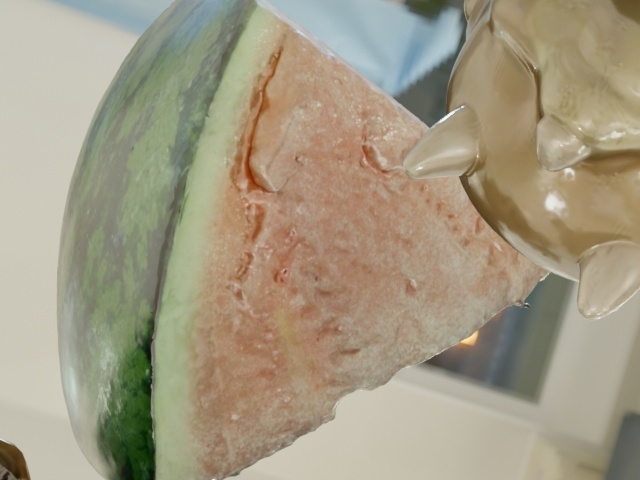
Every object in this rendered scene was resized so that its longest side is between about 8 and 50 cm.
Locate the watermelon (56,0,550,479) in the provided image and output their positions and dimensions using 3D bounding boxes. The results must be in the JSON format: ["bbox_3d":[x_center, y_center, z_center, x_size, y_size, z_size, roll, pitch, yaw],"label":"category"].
[{"bbox_3d":[-0.039,-0.014,1.113,0.293,0.283,0.250,2,-161,-44],"label":"watermelon"}]

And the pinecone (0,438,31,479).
[{"bbox_3d":[-0.272,0.259,0.931,0.384,0.384,0.384,17,176,1],"label":"pinecone"}]

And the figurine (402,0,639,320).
[{"bbox_3d":[0.141,-0.067,0.777,0.177,0.173,0.247,33,-151,-5],"label":"figurine"}]
